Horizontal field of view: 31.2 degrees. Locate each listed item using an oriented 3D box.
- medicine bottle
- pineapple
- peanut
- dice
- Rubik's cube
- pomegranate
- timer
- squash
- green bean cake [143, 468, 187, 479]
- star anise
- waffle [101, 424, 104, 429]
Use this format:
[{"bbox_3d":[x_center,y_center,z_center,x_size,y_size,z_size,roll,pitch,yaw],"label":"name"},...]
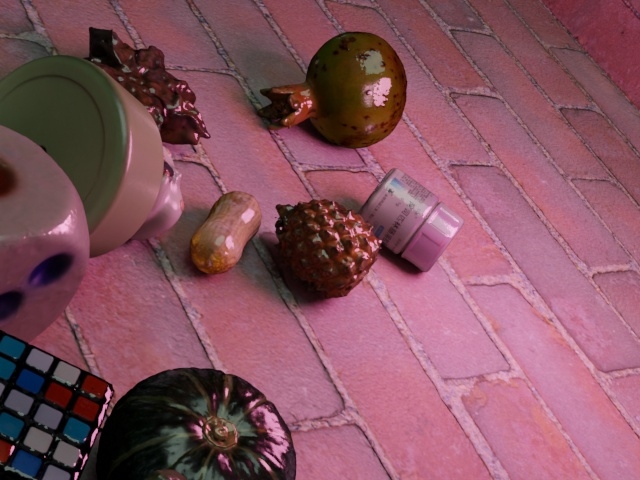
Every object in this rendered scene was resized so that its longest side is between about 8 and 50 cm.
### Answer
[{"bbox_3d":[0.164,-0.037,2.106,0.168,0.135,0.135,36,34,3],"label":"medicine bottle"},{"bbox_3d":[0.000,0.000,1.908,0.193,0.166,0.166,40,34,8],"label":"pineapple"},{"bbox_3d":[-0.151,-0.017,1.862,0.087,0.087,0.206,32,33,-3],"label":"peanut"},{"bbox_3d":[-0.467,0.005,1.427,0.243,0.251,0.259,46,36,20],"label":"dice"},{"bbox_3d":[-0.364,0.235,1.286,0.187,0.184,0.182,26,35,-9],"label":"Rubik's cube"},{"bbox_3d":[0.040,-0.301,2.242,0.286,0.231,0.231,5,44,-37],"label":"pomegranate"},{"bbox_3d":[-0.318,-0.093,1.706,0.291,0.291,0.315,53,15,25],"label":"timer"},{"bbox_3d":[-0.150,0.278,1.429,0.252,0.165,0.252,18,42,-17],"label":"squash"},{"bbox_3d":[-0.176,0.387,1.231,0.222,0.227,0.125,43,-8,5],"label":"green bean cake"},{"bbox_3d":[-0.340,-0.261,1.985,0.315,0.108,0.315,23,42,-23],"label":"star anise"},{"bbox_3d":[-0.343,0.176,1.439,0.191,0.125,0.032,10,13,-29],"label":"waffle"}]
